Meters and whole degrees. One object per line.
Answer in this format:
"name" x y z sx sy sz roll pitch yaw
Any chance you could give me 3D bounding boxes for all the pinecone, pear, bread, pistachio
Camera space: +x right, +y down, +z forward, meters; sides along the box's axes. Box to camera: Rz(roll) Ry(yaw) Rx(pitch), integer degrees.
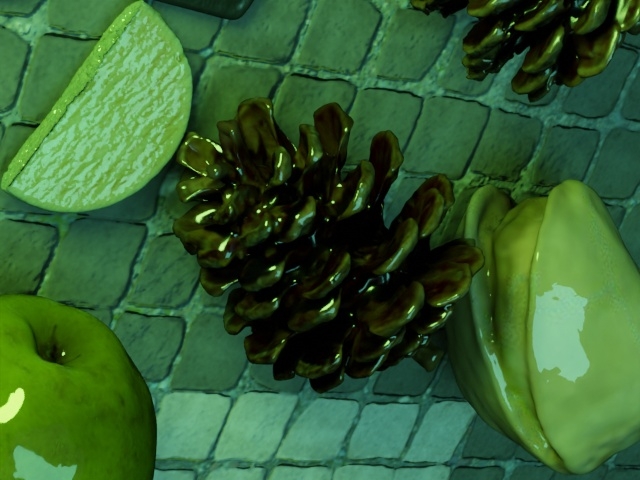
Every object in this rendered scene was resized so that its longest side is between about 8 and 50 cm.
"pinecone" 0.181 -0.259 1.607 0.243 0.243 0.257 -34 114 -13
"pear" -0.269 0.191 1.570 0.253 0.253 0.307 12 119 -41
"bread" -0.170 -0.097 1.582 0.112 0.036 0.193 34 95 -35
"pinecone" 0.000 0.000 1.653 0.244 0.244 0.309 -43 118 -4
"pistachio" 0.230 0.085 1.880 0.238 0.229 0.321 -63 140 -50

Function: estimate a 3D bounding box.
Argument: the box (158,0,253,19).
"box" -0.085 -0.246 1.555 0.125 0.027 0.126 10 113 -41
